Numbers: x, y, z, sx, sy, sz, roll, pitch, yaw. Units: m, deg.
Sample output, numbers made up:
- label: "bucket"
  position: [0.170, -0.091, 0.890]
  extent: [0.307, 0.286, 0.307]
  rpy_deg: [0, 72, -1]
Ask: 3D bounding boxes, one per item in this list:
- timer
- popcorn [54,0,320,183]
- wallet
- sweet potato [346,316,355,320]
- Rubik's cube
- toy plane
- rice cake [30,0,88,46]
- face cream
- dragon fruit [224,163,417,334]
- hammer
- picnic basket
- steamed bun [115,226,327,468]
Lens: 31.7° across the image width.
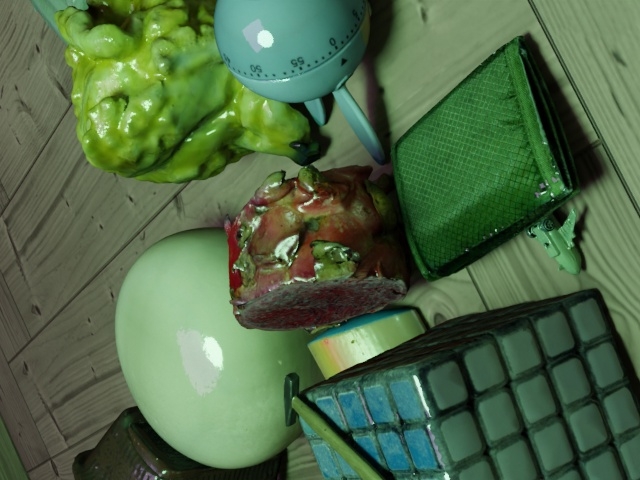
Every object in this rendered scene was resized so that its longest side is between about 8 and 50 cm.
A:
- label: "timer"
  position: [0.001, -0.205, 1.176]
  extent: [0.175, 0.255, 0.175]
  rpy_deg: [-15, 65, 34]
- label: "popcorn"
  position: [-0.181, -0.190, 1.329]
  extent: [0.293, 0.293, 0.237]
  rpy_deg: [-28, 66, 58]
- label: "wallet"
  position: [0.151, -0.071, 1.079]
  extent: [0.236, 0.055, 0.160]
  rpy_deg: [-39, 63, 54]
- label: "sweet potato"
  position: [0.046, 0.109, 1.370]
  extent: [0.179, 0.044, 0.044]
  rpy_deg: [45, 142, 29]
- label: "Rubik's cube"
  position: [0.151, 0.204, 1.079]
  extent: [0.237, 0.238, 0.237]
  rpy_deg: [-21, 89, 60]
- label: "toy plane"
  position: [0.218, -0.004, 1.048]
  extent: [0.083, 0.033, 0.080]
  rpy_deg: [65, 154, 4]
- label: "rice cake"
  position: [-0.423, -0.405, 1.744]
  extent: [0.237, 0.043, 0.127]
  rpy_deg: [51, 146, 26]
- label: "face cream"
  position: [0.106, 0.208, 1.283]
  extent: [0.139, 0.067, 0.285]
  rpy_deg: [-33, 78, 20]
- label: "dragon fruit"
  position: [0.000, 0.000, 1.192]
  extent: [0.282, 0.211, 0.147]
  rpy_deg: [104, 158, -69]
- label: "hammer"
  position: [0.025, 0.198, 1.032]
  extent: [0.199, 0.013, 0.062]
  rpy_deg: [39, 137, 42]
- label: "picnic basket"
  position: [-0.189, 0.324, 1.628]
  extent: [0.222, 0.297, 0.129]
  rpy_deg: [44, 119, 33]
- label: "steamed bun"
  position: [-0.145, 0.145, 1.491]
  extent: [0.324, 0.206, 0.324]
  rpy_deg: [22, 119, 46]
